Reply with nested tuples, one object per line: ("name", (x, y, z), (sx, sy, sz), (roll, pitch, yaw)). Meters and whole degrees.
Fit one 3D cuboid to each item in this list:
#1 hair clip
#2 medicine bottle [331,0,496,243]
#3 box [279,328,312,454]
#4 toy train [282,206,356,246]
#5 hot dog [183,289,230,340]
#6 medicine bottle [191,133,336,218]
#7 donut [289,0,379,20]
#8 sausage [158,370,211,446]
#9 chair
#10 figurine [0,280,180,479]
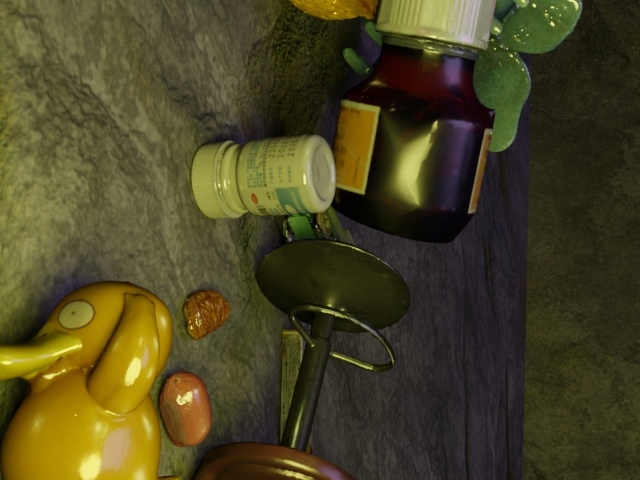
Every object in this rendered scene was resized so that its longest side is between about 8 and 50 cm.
("hair clip", (0.228, -0.361, 1.714), (0.392, 0.318, 0.238), (49, 31, 9))
("medicine bottle", (0.156, -0.213, 1.524), (0.242, 0.242, 0.395), (-10, 117, -66))
("box", (-0.034, 0.238, 1.537), (0.050, 0.041, 0.207), (17, 71, -62))
("toy train", (0.000, 0.000, 1.605), (0.125, 0.080, 0.194), (-76, 148, -53))
("hot dog", (-0.148, 0.094, 1.297), (0.083, 0.035, 0.058), (-29, 113, -64))
("medicine bottle", (-0.072, -0.082, 1.326), (0.105, 0.168, 0.105), (-2, 90, -66))
("donut", (0.013, -0.571, 1.595), (0.435, 0.163, 0.378), (-60, 140, -48))
("sausage", (-0.162, 0.203, 1.223), (0.054, 0.059, 0.094), (-36, 125, -48))
("chair", (-0.024, 0.220, 1.332), (0.226, 0.226, 0.401), (61, 35, -46))
("figurine", (-0.218, 0.158, 0.940), (0.215, 0.215, 0.228), (-7, 83, -66))
